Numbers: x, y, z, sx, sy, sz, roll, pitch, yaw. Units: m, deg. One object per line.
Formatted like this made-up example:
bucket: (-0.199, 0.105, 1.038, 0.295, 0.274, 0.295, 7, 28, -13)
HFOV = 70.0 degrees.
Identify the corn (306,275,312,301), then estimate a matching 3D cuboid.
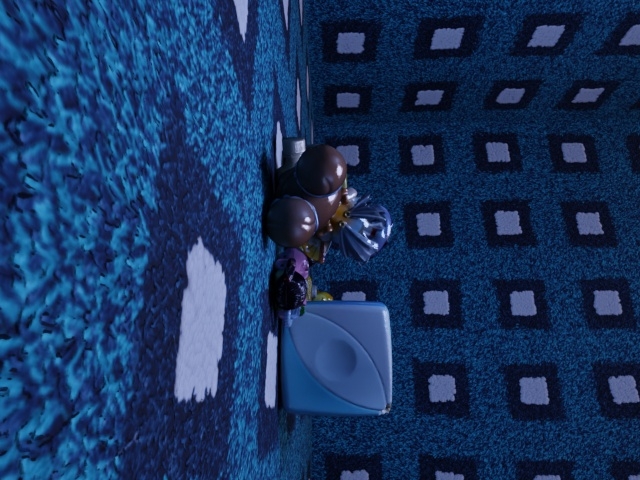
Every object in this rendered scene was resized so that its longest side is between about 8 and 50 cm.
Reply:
corn: (-0.072, 0.260, 1.956, 0.080, 0.080, 0.230, -81, 170, -80)

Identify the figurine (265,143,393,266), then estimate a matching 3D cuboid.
figurine: (0.024, -0.074, 1.256, 0.248, 0.388, 0.276, 29, -90, 53)

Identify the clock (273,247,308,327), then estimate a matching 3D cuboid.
clock: (-0.083, 0.141, 1.294, 0.195, 0.100, 0.193, -84, 175, -66)

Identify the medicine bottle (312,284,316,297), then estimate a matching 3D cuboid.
medicine bottle: (-0.064, 0.228, 2.035, 0.058, 0.091, 0.058, -1, 90, -88)

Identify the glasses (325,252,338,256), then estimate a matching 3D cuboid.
glasses: (-0.017, 0.001, 2.338, 0.088, 0.221, 0.189, -4, 96, -49)

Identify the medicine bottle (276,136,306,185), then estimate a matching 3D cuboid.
medicine bottle: (-0.075, -0.180, 1.369, 0.114, 0.114, 0.252, -87, 176, -66)

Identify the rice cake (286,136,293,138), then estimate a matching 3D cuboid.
rice cake: (-0.100, -0.343, 1.654, 0.055, 0.049, 0.270, -54, -176, 8)

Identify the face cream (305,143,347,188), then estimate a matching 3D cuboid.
face cream: (-0.017, -0.211, 1.586, 0.179, 0.219, 0.217, -84, 173, -67)

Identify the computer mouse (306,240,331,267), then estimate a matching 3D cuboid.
computer mouse: (-0.026, 0.007, 1.723, 0.137, 0.096, 0.233, 21, -101, 53)

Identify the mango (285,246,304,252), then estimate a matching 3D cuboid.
mango: (-0.083, 0.004, 1.615, 0.130, 0.092, 0.194, 108, -8, -80)

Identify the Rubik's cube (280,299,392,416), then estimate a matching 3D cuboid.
Rubik's cube: (0.051, 0.375, 1.526, 0.347, 0.353, 0.351, 75, 17, -83)

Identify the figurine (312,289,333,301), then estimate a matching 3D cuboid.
figurine: (-0.024, 0.328, 2.073, 0.156, 0.131, 0.246, 104, 7, -46)
